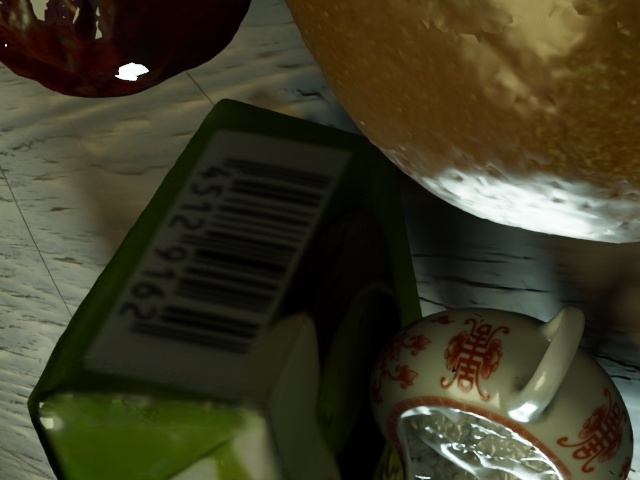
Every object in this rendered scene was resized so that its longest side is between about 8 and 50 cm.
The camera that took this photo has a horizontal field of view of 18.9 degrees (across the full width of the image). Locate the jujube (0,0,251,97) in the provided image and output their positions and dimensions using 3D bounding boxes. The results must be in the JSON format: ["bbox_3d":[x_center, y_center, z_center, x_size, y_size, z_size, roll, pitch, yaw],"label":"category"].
[{"bbox_3d":[-0.127,-0.177,1.147,0.183,0.183,0.243,56,166,-4],"label":"jujube"}]

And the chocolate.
[{"bbox_3d":[-0.032,0.111,1.179,0.137,0.301,0.289,4,128,21],"label":"chocolate"}]

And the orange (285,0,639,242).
[{"bbox_3d":[0.104,-0.128,0.628,0.264,0.264,0.264,44,156,25],"label":"orange"}]

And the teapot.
[{"bbox_3d":[0.108,0.098,1.114,0.159,0.116,0.245,36,155,12],"label":"teapot"}]
